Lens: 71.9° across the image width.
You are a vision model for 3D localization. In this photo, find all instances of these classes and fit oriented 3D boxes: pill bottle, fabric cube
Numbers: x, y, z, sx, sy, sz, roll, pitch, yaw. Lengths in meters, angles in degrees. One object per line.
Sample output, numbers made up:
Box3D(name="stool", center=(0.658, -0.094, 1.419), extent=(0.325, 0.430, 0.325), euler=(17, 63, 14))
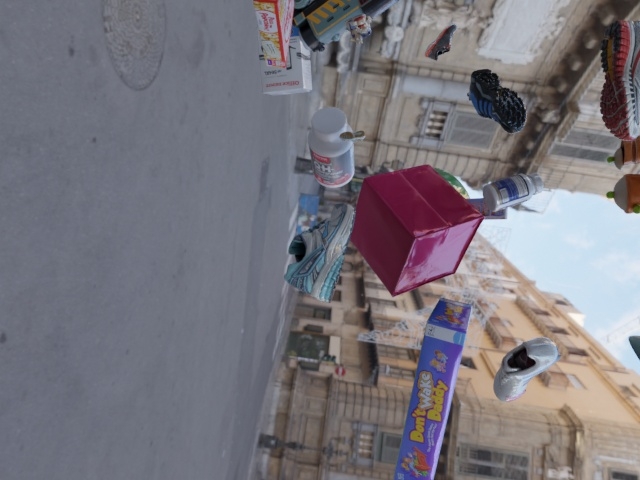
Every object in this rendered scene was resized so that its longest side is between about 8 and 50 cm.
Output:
Box3D(name="pill bottle", center=(0.044, -0.363, 1.734), extent=(0.319, 0.176, 0.177), euler=(79, 18, -62))
Box3D(name="pill bottle", center=(0.445, -0.115, 1.020), extent=(0.067, 0.120, 0.067), euler=(162, -90, -89))
Box3D(name="fabric cube", center=(0.272, -0.036, 1.313), extent=(0.258, 0.258, 0.254), euler=(55, -31, 36))

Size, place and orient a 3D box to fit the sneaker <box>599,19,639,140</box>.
Box3D(name="sneaker", center=(0.602, -0.306, 0.843), extent=(0.088, 0.092, 0.226), euler=(-57, 145, -80))

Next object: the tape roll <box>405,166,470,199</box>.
Box3D(name="tape roll", center=(0.383, -0.103, 1.610), extent=(0.077, 0.321, 0.322), euler=(-31, 137, -48))

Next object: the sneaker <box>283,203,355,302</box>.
Box3D(name="sneaker", center=(0.000, 0.000, 0.963), extent=(0.283, 0.122, 0.110), euler=(-71, 179, -49))

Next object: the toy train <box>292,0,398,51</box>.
Box3D(name="toy train", center=(0.054, -0.665, 1.202), extent=(0.190, 0.333, 0.142), euler=(64, 29, -6))

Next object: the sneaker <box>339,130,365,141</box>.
Box3D(name="sneaker", center=(0.099, -0.320, 1.382), extent=(0.037, 0.083, 0.032), euler=(107, -24, -68))

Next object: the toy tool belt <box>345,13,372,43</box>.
Box3D(name="toy tool belt", center=(0.078, -0.403, 0.847), extent=(0.083, 0.052, 0.051), euler=(-99, 167, -62))

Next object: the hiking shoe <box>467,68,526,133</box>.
Box3D(name="hiking shoe", center=(0.638, -0.486, 1.600), extent=(0.132, 0.113, 0.304), euler=(84, -10, -59))

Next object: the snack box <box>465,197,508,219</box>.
Box3D(name="snack box", center=(0.465, -0.094, 1.319), extent=(0.022, 0.178, 0.064), euler=(13, 81, -50))

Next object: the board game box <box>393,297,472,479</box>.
Box3D(name="board game box", center=(0.254, 0.321, 0.972), extent=(0.233, 0.078, 0.348), euler=(-10, 112, -68))

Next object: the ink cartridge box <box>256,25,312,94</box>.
Box3D(name="ink cartridge box", center=(-0.114, -0.579, 1.414), extent=(0.086, 0.148, 0.203), euler=(-37, 125, -68))

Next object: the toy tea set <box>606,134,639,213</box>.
Box3D(name="toy tea set", center=(0.786, -0.179, 1.124), extent=(0.336, 0.124, 0.200), euler=(-20, 106, -63))

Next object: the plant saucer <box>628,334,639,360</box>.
Box3D(name="plant saucer", center=(0.947, 0.379, 1.158), extent=(0.044, 0.317, 0.318), euler=(-47, -163, 28))

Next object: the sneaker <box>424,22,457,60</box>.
Box3D(name="sneaker", center=(0.437, -0.691, 1.554), extent=(0.158, 0.065, 0.061), euler=(-48, 166, -3))

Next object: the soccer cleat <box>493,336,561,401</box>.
Box3D(name="soccer cleat", center=(0.632, 0.423, 1.447), extent=(0.116, 0.143, 0.331), euler=(-107, -153, -44))

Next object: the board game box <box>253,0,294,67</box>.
Box3D(name="board game box", center=(-0.084, -0.445, 0.830), extent=(0.193, 0.045, 0.147), euler=(93, 4, -81))
